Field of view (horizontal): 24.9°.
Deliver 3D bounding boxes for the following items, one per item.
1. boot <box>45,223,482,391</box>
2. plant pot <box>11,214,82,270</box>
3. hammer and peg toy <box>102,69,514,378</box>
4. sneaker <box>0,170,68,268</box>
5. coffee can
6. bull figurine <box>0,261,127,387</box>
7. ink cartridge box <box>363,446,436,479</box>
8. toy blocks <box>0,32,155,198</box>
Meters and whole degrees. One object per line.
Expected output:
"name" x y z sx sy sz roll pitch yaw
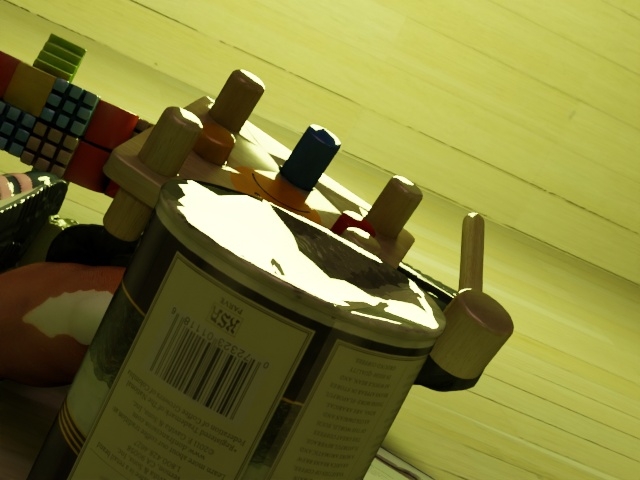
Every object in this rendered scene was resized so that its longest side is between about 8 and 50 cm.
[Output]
"boot" -0.094 0.058 1.505 0.445 0.146 0.367 4 7 -42
"plant pot" -0.266 0.019 1.457 0.083 0.079 0.083 24 12 -6
"hammer and peg toy" 0.000 0.000 1.308 0.361 0.127 0.266 34 22 2
"sneaker" -0.355 -0.037 1.430 0.131 0.112 0.319 31 11 6
"coffee can" -0.068 0.127 0.936 0.202 0.275 0.201 26 12 -6
"bull figurine" -0.184 0.070 1.152 0.310 0.101 0.188 3 -5 30
"ink cartridge box" 0.032 0.230 1.194 0.324 0.071 0.330 30 3 17
"toy blocks" -0.312 -0.137 1.651 0.381 0.190 0.261 25 2 -8
